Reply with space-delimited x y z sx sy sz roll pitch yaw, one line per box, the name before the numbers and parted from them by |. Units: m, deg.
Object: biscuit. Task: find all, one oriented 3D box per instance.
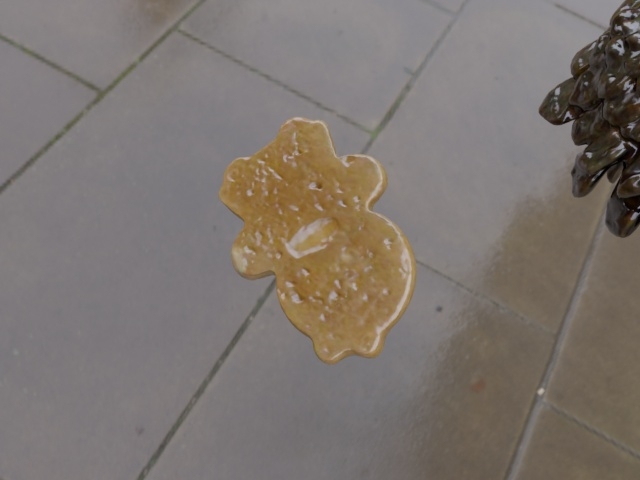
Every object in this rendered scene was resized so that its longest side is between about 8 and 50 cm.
biscuit | 0.002 -0.005 0.648 0.133 0.027 0.184 -46 72 1

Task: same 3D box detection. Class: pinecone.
pinecone | 0.284 -0.086 0.639 0.201 0.202 0.229 26 54 -8
